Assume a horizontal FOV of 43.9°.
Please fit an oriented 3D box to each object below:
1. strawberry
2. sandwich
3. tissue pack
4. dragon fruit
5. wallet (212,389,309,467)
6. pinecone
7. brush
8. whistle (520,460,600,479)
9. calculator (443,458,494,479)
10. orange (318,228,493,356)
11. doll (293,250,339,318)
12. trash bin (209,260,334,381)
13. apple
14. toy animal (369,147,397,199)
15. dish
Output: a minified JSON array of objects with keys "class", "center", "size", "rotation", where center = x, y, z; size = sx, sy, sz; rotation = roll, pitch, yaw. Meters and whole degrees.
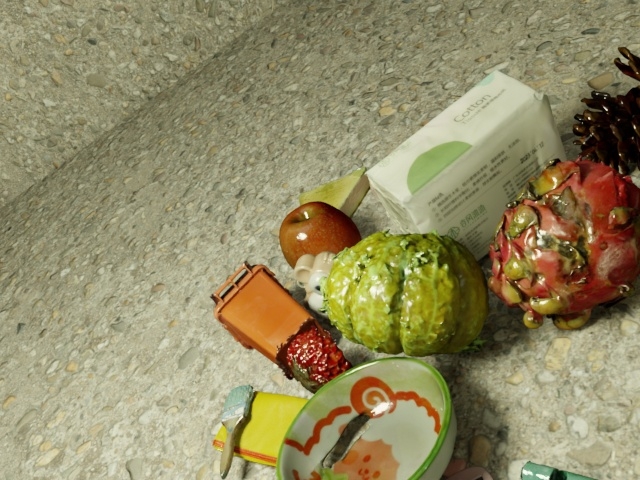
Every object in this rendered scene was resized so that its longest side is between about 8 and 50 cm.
[{"class":"strawberry","center":[-0.004,0.239,1.511],"size":[0.086,0.145,0.145],"rotation":[-38,33,-21]},{"class":"sandwich","center":[0.042,-0.088,1.963],"size":[0.193,0.058,0.162],"rotation":[-23,37,13]},{"class":"tissue pack","center":[0.305,-0.128,1.597],"size":[0.356,0.266,0.194],"rotation":[-38,39,-5]},{"class":"dragon fruit","center":[0.423,0.018,1.347],"size":[0.269,0.250,0.291],"rotation":[37,86,32]},{"class":"wallet","center":[-0.093,0.364,1.513],"size":[0.241,0.067,0.141],"rotation":[-1,50,46]},{"class":"pinecone","center":[0.612,-0.252,1.524],"size":[0.292,0.246,0.246],"rotation":[-41,31,17]},{"class":"brush","center":[-0.168,0.366,1.516],"size":[0.070,0.021,0.196],"rotation":[-22,41,29]},{"class":"whistle","center":[0.378,0.356,1.134],"size":[0.186,0.039,0.039],"rotation":[5,50,43]},{"class":"calculator","center":[0.228,0.404,1.216],"size":[0.103,0.024,0.166],"rotation":[-30,36,8]},{"class":"orange","center":[0.153,0.086,1.422],"size":[0.301,0.300,0.223],"rotation":[8,94,50]},{"class":"doll","center":[0.078,0.077,1.635],"size":[0.278,0.154,0.119],"rotation":[-14,35,26]},{"class":"trash bin","center":[-0.101,0.168,1.657],"size":[0.161,0.184,0.238],"rotation":[-46,41,-11]},{"class":"apple","center":[0.000,0.000,1.789],"size":[0.181,0.168,0.181],"rotation":[-23,29,14]},{"class":"toy animal","center":[0.204,-0.176,1.886],"size":[0.124,0.124,0.212],"rotation":[-3,38,38]},{"class":"dish","center":[0.093,0.353,1.313],"size":[0.324,0.124,0.324],"rotation":[-27,27,15]}]
